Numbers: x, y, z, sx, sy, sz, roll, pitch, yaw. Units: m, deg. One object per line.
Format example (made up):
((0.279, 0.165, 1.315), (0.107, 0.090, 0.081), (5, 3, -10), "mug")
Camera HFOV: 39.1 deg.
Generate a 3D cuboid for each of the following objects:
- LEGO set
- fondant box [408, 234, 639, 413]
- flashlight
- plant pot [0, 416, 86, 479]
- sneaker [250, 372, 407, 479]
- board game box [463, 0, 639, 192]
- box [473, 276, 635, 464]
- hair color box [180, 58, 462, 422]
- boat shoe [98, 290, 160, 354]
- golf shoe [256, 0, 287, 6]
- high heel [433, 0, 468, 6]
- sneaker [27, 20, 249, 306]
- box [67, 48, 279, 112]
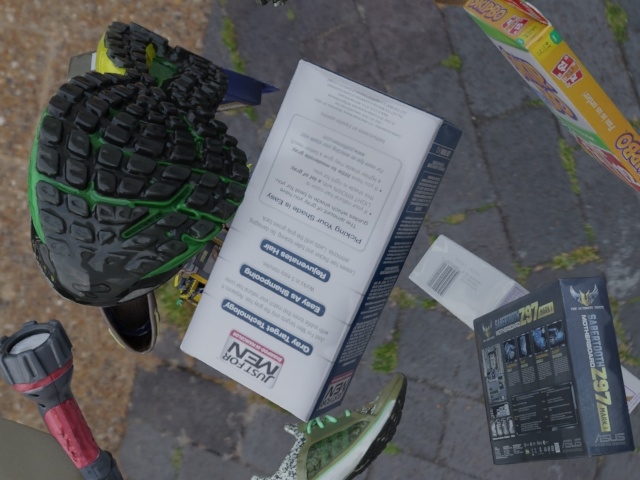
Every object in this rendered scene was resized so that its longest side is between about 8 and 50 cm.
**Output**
((-0.220, -0.022, 1.837), (0.331, 0.192, 0.255), (-62, 25, -10), "LEGO set")
((0.324, 0.143, 1.418), (0.330, 0.238, 0.096), (35, 93, -25), "fondant box")
((-0.363, 0.262, 1.297), (0.103, 0.103, 0.304), (-9, 115, 18), "flashlight")
((-0.213, 0.177, 0.583), (0.109, 0.096, 0.109), (34, 106, 44), "plant pot")
((0.014, 0.400, 1.814), (0.182, 0.158, 0.410), (38, 72, 20), "sneaker")
((0.226, -0.138, 0.826), (0.039, 0.259, 0.124), (-43, 33, 8), "board game box")
((0.252, 0.154, 1.011), (0.059, 0.232, 0.183), (-2, 74, -15), "box")
((0.000, 0.000, 0.987), (0.174, 0.105, 0.347), (27, 99, 19), "hair color box")
((-0.347, 0.063, 1.548), (0.117, 0.324, 0.096), (-18, 41, -11), "boat shoe")
((-0.004, -0.272, 0.750), (0.105, 0.273, 0.120), (-32, 105, -16), "golf shoe")
((0.092, -0.337, 0.993), (0.244, 0.082, 0.117), (25, 77, 39), "high heel")
((-0.136, -0.042, 0.654), (0.134, 0.343, 0.146), (23, 112, -13), "sneaker")
((-0.170, -0.187, 1.089), (0.137, 0.225, 0.036), (-2, 82, 42), "box")
